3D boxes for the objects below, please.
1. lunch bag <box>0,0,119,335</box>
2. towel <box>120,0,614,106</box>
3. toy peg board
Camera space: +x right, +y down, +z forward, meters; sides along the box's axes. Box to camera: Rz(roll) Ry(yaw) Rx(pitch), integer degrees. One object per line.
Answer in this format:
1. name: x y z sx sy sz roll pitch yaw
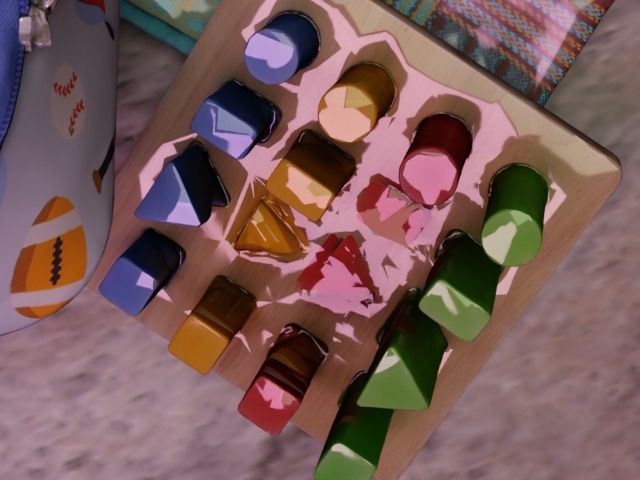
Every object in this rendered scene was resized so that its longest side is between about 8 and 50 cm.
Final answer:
1. lunch bag: -0.206 -0.064 0.445 0.303 0.115 0.243 -8 62 11
2. towel: -0.033 -0.207 0.515 0.370 0.040 0.271 31 110 -1
3. toy peg board: 0.000 0.000 0.514 0.160 0.079 0.161 34 109 -1
